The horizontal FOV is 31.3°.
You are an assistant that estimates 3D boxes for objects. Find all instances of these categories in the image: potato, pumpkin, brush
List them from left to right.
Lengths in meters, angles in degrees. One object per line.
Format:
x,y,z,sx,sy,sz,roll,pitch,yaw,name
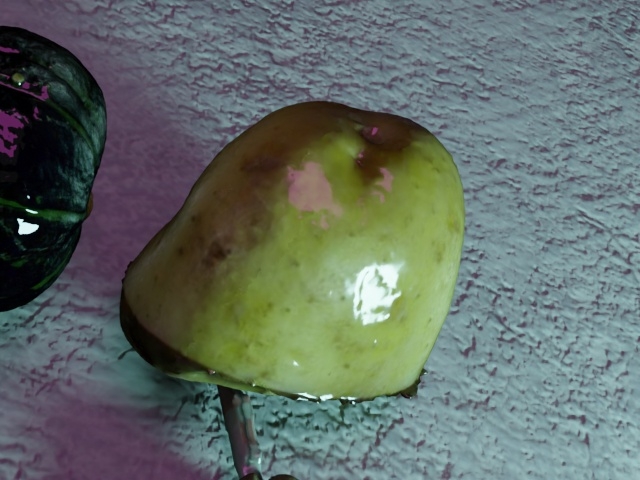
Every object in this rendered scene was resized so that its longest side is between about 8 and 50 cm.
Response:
-0.247,-0.051,0.851,0.161,0.220,0.221,20,46,-16,pumpkin
-0.055,0.176,0.868,0.071,0.084,0.301,7,44,-28,brush
0.000,0.000,0.915,0.285,0.242,0.243,15,47,-23,potato
